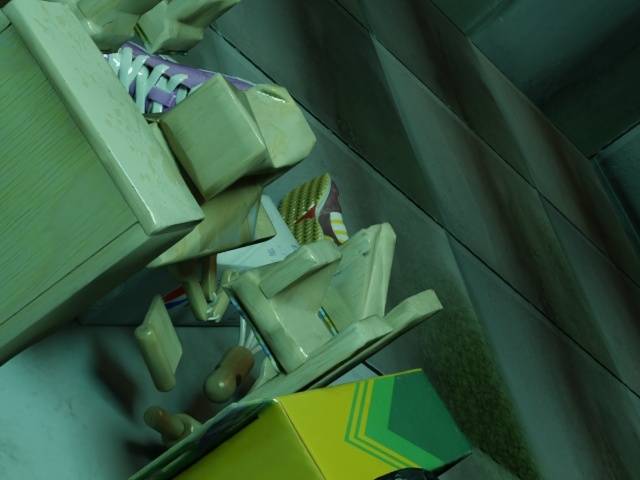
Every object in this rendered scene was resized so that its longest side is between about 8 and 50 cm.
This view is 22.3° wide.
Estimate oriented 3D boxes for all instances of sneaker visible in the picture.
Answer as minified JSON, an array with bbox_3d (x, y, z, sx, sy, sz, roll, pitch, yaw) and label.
[{"bbox_3d":[-0.157,-0.128,1.473,0.282,0.102,0.161,22,1,42],"label":"sneaker"},{"bbox_3d":[0.000,0.000,1.784,0.084,0.070,0.185,54,22,-25],"label":"sneaker"}]

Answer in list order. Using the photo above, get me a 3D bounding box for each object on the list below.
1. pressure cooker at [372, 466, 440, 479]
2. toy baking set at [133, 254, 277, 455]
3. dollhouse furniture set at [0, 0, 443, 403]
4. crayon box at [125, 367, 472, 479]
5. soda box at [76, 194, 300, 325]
[{"bbox_3d":[0.119,0.329,0.924,0.376,0.370,0.420,-11,70,-36],"label":"pressure cooker"},{"bbox_3d":[-0.074,0.096,1.320,0.256,0.030,0.196,51,45,-54],"label":"toy baking set"},{"bbox_3d":[-0.161,-0.015,1.106,0.362,0.256,0.394,57,18,6],"label":"dollhouse furniture set"},{"bbox_3d":[-0.042,0.184,1.121,0.083,0.203,0.323,58,20,14],"label":"crayon box"},{"bbox_3d":[-0.119,0.012,1.413,0.091,0.098,0.286,58,20,16],"label":"soda box"}]
